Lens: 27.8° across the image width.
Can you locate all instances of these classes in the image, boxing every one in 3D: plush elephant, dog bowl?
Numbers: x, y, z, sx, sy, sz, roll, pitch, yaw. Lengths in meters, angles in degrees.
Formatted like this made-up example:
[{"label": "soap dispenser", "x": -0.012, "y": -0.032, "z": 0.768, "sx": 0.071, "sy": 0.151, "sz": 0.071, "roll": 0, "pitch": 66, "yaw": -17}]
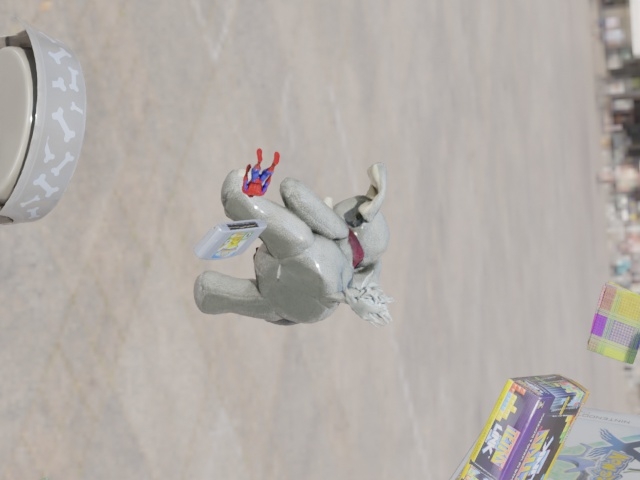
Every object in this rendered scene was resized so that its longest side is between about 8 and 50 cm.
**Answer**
[{"label": "plush elephant", "x": 0.000, "y": 0.000, "z": 2.059, "sx": 0.255, "sy": 0.330, "sz": 0.272, "roll": -52, "pitch": 158, "yaw": -53}, {"label": "dog bowl", "x": -0.498, "y": -0.187, "z": 2.111, "sx": 0.102, "sy": 0.348, "sz": 0.349, "roll": 10, "pitch": 74, "yaw": -38}]

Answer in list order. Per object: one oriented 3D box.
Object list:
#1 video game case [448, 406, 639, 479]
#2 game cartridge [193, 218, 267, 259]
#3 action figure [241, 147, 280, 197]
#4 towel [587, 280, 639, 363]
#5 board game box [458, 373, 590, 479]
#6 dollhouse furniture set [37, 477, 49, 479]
[{"label": "video game case", "x": 0.381, "y": 0.351, "z": 2.025, "sx": 0.329, "sy": 0.299, "sz": 0.036, "roll": -41, "pitch": 131, "yaw": -55}, {"label": "game cartridge", "x": -0.102, "y": 0.000, "z": 1.452, "sx": 0.083, "sy": 0.056, "sz": 0.017, "roll": -8, "pitch": 61, "yaw": -53}, {"label": "action figure", "x": -0.082, "y": -0.086, "z": 1.722, "sx": 0.115, "sy": 0.038, "sz": 0.030, "roll": 121, "pitch": -29, "yaw": -58}, {"label": "towel", "x": 0.339, "y": 0.093, "z": 1.465, "sx": 0.009, "sy": 0.060, "sz": 0.083, "roll": -14, "pitch": 120, "yaw": -61}, {"label": "board game box", "x": 0.224, "y": 0.236, "z": 1.458, "sx": 0.141, "sy": 0.048, "sz": 0.170, "roll": 3, "pitch": 114, "yaw": -57}, {"label": "dollhouse furniture set", "x": -0.392, "y": 0.381, "z": 1.702, "sx": 0.058, "sy": 0.076, "sz": 0.152, "roll": 54, "pitch": 13, "yaw": -55}]
